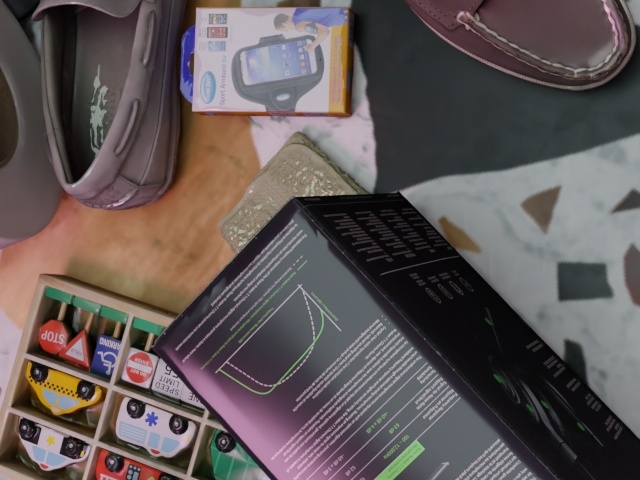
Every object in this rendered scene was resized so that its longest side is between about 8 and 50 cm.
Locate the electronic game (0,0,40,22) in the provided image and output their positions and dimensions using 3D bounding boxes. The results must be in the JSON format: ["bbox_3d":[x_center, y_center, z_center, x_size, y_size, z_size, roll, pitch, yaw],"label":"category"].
[{"bbox_3d":[-0.309,-0.280,1.193,0.229,0.048,0.229,0,93,10],"label":"electronic game"}]

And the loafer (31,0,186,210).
[{"bbox_3d":[-0.164,-0.184,1.103,0.112,0.111,0.319,-6,85,22],"label":"loafer"}]

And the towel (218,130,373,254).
[{"bbox_3d":[0.000,0.000,1.072,0.148,0.027,0.110,41,103,19],"label":"towel"}]

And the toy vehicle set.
[{"bbox_3d":[-0.124,0.141,1.110,0.267,0.035,0.166,17,93,22],"label":"toy vehicle set"}]

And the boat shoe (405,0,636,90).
[{"bbox_3d":[0.083,-0.215,0.964,0.324,0.097,0.116,41,98,-3],"label":"boat shoe"}]

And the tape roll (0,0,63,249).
[{"bbox_3d":[-0.335,-0.087,1.098,0.169,0.246,0.246,-20,80,19],"label":"tape roll"}]

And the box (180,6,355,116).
[{"bbox_3d":[-0.043,-0.135,1.086,0.136,0.028,0.081,1,88,10],"label":"box"}]

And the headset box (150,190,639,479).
[{"bbox_3d":[0.073,0.112,0.905,0.283,0.246,0.131,46,105,10],"label":"headset box"}]
